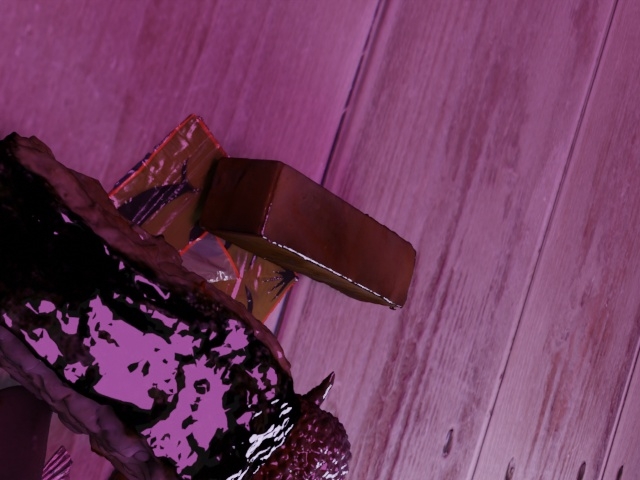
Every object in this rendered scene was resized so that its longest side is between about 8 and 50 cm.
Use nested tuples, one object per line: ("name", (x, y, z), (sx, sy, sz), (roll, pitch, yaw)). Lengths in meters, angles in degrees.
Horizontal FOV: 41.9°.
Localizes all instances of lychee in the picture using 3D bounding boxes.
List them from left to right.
("lychee", (-0.043, 0.231, 0.958), (0.197, 0.165, 0.165), (-56, 135, -8))

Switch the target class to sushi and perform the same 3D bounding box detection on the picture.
("sushi", (-0.173, 0.076, 0.713), (0.350, 0.211, 0.171), (45, 66, -13))

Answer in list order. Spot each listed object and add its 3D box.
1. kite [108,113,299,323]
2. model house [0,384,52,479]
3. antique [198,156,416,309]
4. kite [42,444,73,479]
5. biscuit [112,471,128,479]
("kite", (-0.141, 0.051, 0.919), (0.328, 0.013, 0.377), (-4, 103, -47))
("model house", (-0.316, 0.251, 0.704), (0.229, 0.122, 0.188), (-20, 126, -50))
("antique", (0.000, 0.000, 0.982), (0.310, 0.093, 0.087), (28, 74, -50))
("kite", (-0.247, 0.273, 0.832), (0.153, 0.005, 0.137), (-4, 81, -25))
("biscuit", (-0.237, 0.361, 0.883), (0.249, 0.035, 0.184), (-53, 130, -23))
